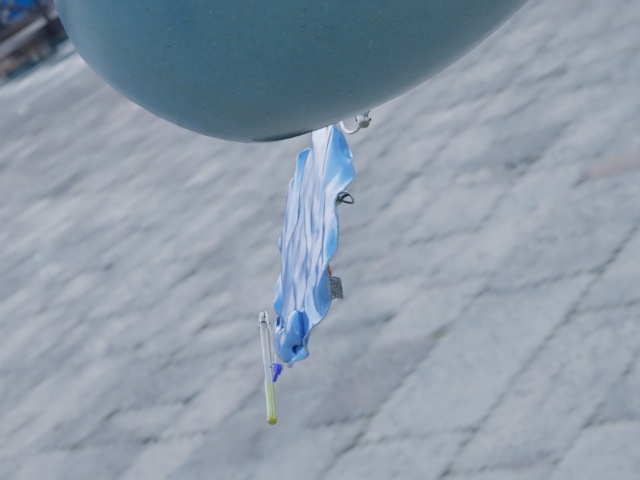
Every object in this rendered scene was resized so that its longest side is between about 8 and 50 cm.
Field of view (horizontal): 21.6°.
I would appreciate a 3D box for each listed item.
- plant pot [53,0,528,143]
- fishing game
[{"bbox_3d":[-0.027,-0.164,0.821,0.195,0.290,0.290,-61,1,29],"label":"plant pot"},{"bbox_3d":[0.000,0.000,1.204,0.041,0.264,0.189,10,27,-12],"label":"fishing game"}]
